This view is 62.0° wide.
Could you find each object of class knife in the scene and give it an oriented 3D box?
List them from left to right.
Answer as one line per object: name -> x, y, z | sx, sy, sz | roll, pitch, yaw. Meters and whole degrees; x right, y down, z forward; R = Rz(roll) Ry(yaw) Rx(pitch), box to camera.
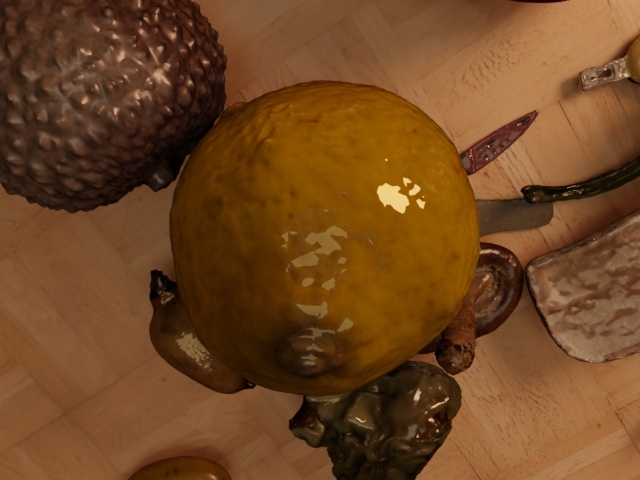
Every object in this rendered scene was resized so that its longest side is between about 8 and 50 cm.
knife -> 0.202, -0.104, 0.750 | 0.247, 0.018, 0.035 | -34, 101, 8

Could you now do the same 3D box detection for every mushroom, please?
mushroom -> 0.185, 0.104, 0.706 | 0.227, 0.217, 0.148 | -30, 104, 8

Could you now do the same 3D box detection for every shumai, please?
shumai -> 0.076, 0.261, 0.797 | 0.218, 0.189, 0.256 | 27, 121, 10

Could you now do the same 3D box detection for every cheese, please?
cheese -> 0.421, -0.235, 0.702 | 0.162, 0.036, 0.086 | -17, 105, 4

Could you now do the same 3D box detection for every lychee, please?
lychee -> -0.250, -0.176, 0.583 | 0.300, 0.300, 0.300 | 0, 106, 0

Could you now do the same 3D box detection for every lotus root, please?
lotus root -> -0.172, 0.131, 0.767 | 0.221, 0.118, 0.125 | 44, 69, -9

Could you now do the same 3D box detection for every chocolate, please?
chocolate -> 0.448, 0.042, 0.733 | 0.303, 0.100, 0.185 | -27, 93, 21

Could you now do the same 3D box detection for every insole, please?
insole -> 0.241, -0.032, 0.774 | 0.192, 0.010, 0.063 | -8, 107, 1

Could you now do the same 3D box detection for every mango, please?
mango -> -0.236, 0.419, 0.864 | 0.195, 0.098, 0.137 | -20, 103, -2

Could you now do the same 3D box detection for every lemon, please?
lemon -> 0.000, 0.000, 0.600 | 0.350, 0.387, 0.349 | 5, 129, 6

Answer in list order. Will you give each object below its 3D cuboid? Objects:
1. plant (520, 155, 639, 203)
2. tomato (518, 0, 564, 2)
plant -> 0.465, -0.149, 0.705 | 0.251, 0.333, 0.180 | 10, 72, -43
tomato -> 0.229, -0.407, 0.528 | 0.322, 0.321, 0.321 | 0, 106, 0
